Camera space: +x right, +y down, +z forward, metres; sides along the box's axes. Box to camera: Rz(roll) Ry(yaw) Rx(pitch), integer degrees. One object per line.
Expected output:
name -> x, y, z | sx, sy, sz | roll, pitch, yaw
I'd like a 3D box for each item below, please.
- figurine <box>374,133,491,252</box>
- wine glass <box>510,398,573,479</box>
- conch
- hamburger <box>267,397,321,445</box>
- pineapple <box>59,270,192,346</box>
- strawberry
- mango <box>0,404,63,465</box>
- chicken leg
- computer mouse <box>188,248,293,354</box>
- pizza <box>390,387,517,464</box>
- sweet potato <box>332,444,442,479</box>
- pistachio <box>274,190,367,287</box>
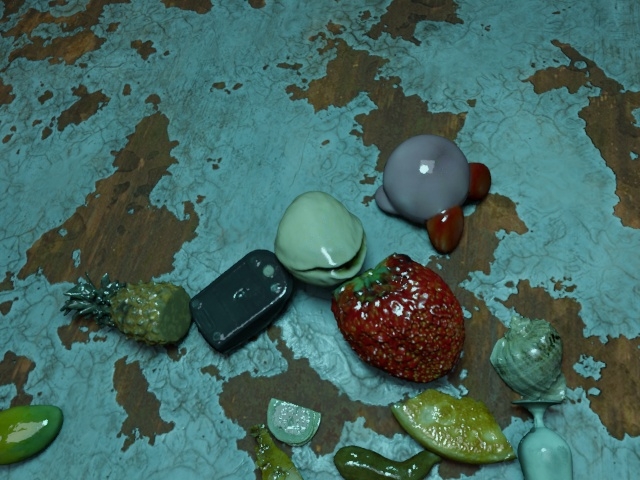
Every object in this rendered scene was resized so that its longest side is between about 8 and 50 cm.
figurine -> 0.283, -0.155, 1.206 | 0.261, 0.211, 0.270 | 31, 71, 20
wine glass -> 0.451, 0.443, 0.955 | 0.103, 0.103, 0.231 | -3, 68, 7
conch -> 0.466, 0.265, 1.056 | 0.155, 0.130, 0.207 | -29, 84, 30
hamburger -> -0.064, 0.413, 1.069 | 0.121, 0.054, 0.084 | 13, 65, 6
pineapple -> -0.501, 0.168, 1.204 | 0.340, 0.169, 0.169 | 5, 65, 19
strawberry -> 0.174, 0.185, 1.052 | 0.238, 0.250, 0.288 | -31, 89, -14
mango -> -0.710, 0.452, 1.122 | 0.194, 0.092, 0.130 | -24, 61, -14
chicken leg -> -0.106, 0.494, 1.023 | 0.101, 0.085, 0.207 | -38, 56, 2
computer mouse -> -0.186, 0.148, 1.186 | 0.269, 0.100, 0.170 | -37, 62, -5
pizza -> 0.282, 0.397, 1.018 | 0.271, 0.056, 0.134 | 10, 56, 6
sweet potato -> 0.140, 0.478, 1.004 | 0.233, 0.062, 0.081 | 1, 60, 5
pistachio -> 0.000, 0.000, 1.144 | 0.226, 0.208, 0.332 | -6, 24, -4
